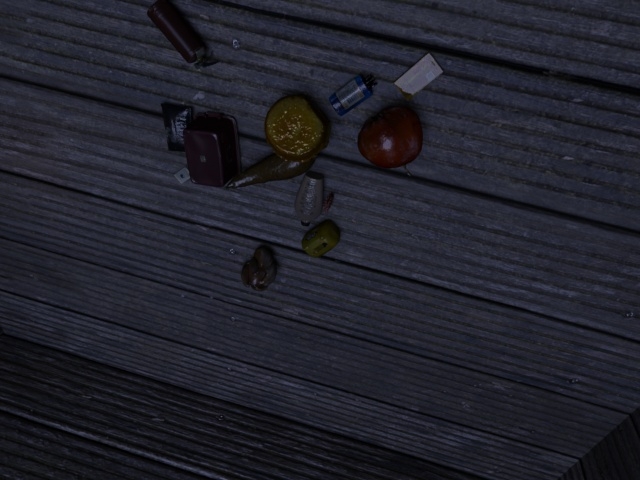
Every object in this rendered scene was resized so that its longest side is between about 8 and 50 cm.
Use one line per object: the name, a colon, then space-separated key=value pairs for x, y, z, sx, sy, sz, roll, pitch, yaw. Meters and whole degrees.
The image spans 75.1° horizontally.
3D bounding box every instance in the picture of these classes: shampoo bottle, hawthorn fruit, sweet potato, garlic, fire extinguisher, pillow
shampoo bottle: x=0.124 y=-0.545 z=1.544 sx=0.182 sy=0.050 sz=0.087 roll=-28 pitch=111 yaw=30
hawthorn fruit: x=0.275 y=-0.352 z=1.539 sx=0.241 sy=0.242 sz=0.272 roll=-28 pitch=117 yaw=29
sweet potato: x=-0.200 y=-0.301 z=1.747 sx=0.422 sy=0.131 sz=0.131 roll=-15 pitch=120 yaw=16
garlic: x=-0.292 y=0.150 z=2.087 sx=0.160 sy=0.191 sz=0.214 roll=28 pitch=119 yaw=-37
shampoo bottle: x=-0.048 y=-0.173 z=1.834 sx=0.127 sy=0.078 sz=0.257 roll=13 pitch=125 yaw=-1
fire extinguisher: x=-0.505 y=-0.753 z=1.545 sx=0.104 sy=0.105 sz=0.269 roll=-30 pitch=112 yaw=30
pillow: x=-0.607 y=-0.477 z=1.785 sx=0.141 sy=0.055 sz=0.209 roll=10 pitch=124 yaw=8

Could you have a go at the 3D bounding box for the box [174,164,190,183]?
box: x=-0.632 y=-0.306 z=1.932 sx=0.083 sy=0.024 sz=0.054 roll=-25 pitch=117 yaw=27

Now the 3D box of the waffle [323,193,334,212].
waffle: x=0.035 y=-0.163 z=1.822 sx=0.029 sy=0.075 sz=0.083 roll=22 pitch=141 yaw=6

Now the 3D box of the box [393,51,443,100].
box: x=0.347 y=-0.581 z=1.478 sx=0.089 sy=0.022 sz=0.156 roll=42 pitch=124 yaw=-17

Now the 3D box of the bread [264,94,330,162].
bread: x=-0.096 y=-0.423 z=1.586 sx=0.268 sy=0.146 sz=0.269 roll=0 pitch=93 yaw=3

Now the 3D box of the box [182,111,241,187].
box: x=-0.460 y=-0.373 z=1.752 sx=0.193 sy=0.168 sz=0.294 roll=9 pitch=126 yaw=11

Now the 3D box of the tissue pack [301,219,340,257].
tissue pack: x=0.000 y=0.000 z=1.915 sx=0.178 sy=0.127 sz=0.123 roll=-32 pitch=114 yaw=32
